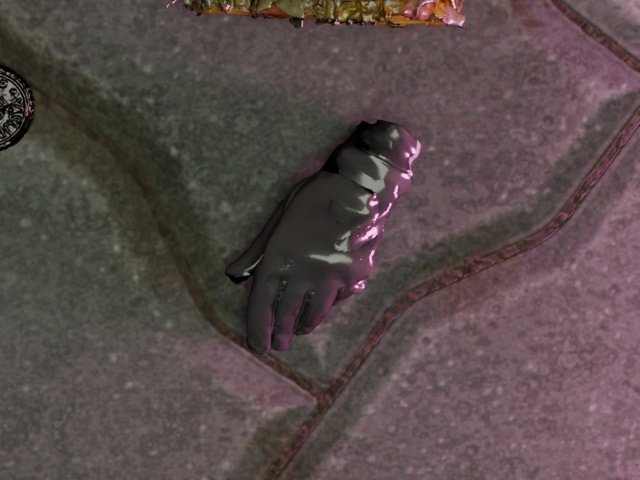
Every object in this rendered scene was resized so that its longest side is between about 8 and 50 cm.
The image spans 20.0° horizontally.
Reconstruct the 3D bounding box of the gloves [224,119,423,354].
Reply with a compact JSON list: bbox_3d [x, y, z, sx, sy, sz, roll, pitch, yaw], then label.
[{"bbox_3d":[0.000,-0.005,1.895,0.142,0.119,0.285,30,101,15],"label":"gloves"}]

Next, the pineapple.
[{"bbox_3d":[0.013,-0.287,1.794,0.335,0.158,0.161,5,102,-11],"label":"pineapple"}]

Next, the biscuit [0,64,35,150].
[{"bbox_3d":[-0.332,-0.131,1.832,0.089,0.027,0.087,-19,106,-6],"label":"biscuit"}]
